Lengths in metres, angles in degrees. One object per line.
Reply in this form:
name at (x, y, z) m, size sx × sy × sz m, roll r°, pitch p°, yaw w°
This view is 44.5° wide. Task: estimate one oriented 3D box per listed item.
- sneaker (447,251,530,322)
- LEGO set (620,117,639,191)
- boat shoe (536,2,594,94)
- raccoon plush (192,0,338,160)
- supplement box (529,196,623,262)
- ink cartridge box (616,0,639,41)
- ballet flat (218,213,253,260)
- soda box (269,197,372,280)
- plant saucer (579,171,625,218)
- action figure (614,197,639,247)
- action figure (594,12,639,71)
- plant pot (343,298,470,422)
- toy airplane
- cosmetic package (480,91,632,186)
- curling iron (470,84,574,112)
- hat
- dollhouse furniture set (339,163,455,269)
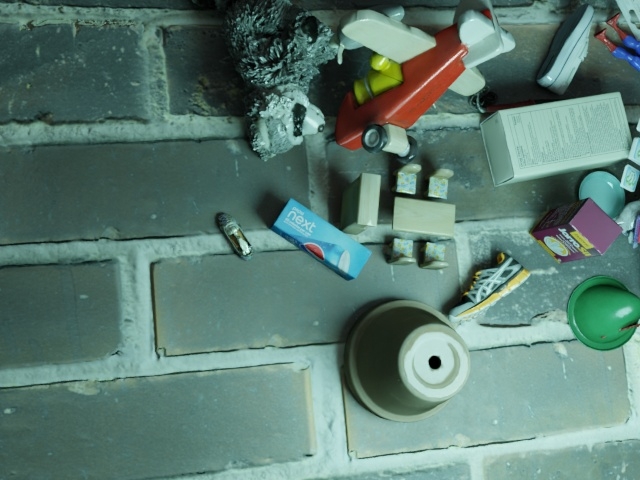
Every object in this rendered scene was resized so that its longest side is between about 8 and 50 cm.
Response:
sneaker at (0.361, 0.108, 1.733) m, size 0.215 × 0.084 × 0.083 m, roll -33°, pitch 77°, yaw -17°
LEGO set at (0.783, -0.184, 1.812) m, size 0.244 × 0.060 × 0.182 m, roll 14°, pitch 93°, yaw -48°
boat shoe at (0.594, -0.450, 1.859) m, size 0.076 × 0.083 × 0.226 m, roll 32°, pitch 89°, yaw -18°
raccoon plush at (-0.168, -0.367, 1.671) m, size 0.446 × 0.216 × 0.299 m, roll 30°, pitch 91°, yaw 23°
supplement box at (0.560, -0.019, 1.728) m, size 0.104 × 0.188 × 0.081 m, roll 43°, pitch 77°, yaw -3°
ink cartridge box at (0.841, -0.576, 1.949) m, size 0.179 × 0.045 × 0.145 m, roll -27°, pitch 89°, yaw 4°
ballet flat at (-0.176, -0.010, 1.651) m, size 0.041 × 0.041 × 0.114 m, roll -33°, pitch 90°, yaw -14°
soda box at (0.000, 0.000, 1.672) m, size 0.210 × 0.067 × 0.071 m, roll 33°, pitch 77°, yaw -5°
plant saucer at (0.660, -0.103, 1.846) m, size 0.119 × 0.021 × 0.119 m, roll 2°, pitch 83°, yaw -12°
action figure at (0.830, -0.002, 1.767) m, size 0.330 × 0.341 × 0.178 m, roll 14°, pitch 40°, yaw 15°
action figure at (0.801, -0.429, 1.865) m, size 0.280 × 0.139 × 0.091 m, roll 44°, pitch 78°, yaw -6°
plant pot at (0.198, 0.245, 1.599) m, size 0.263 × 0.229 × 0.262 m, roll 2°, pitch 81°, yaw -12°
toy airplane at (0.194, -0.378, 1.608) m, size 0.385 × 0.386 × 0.272 m, roll -23°, pitch 61°, yaw -14°
cosmetic package at (0.542, -0.232, 1.793) m, size 0.310 × 0.113 × 0.160 m, roll -10°, pitch 84°, yaw -12°
curling iron at (0.482, -0.327, 1.832) m, size 0.274 × 0.035 × 0.068 m, roll 0°, pitch 83°, yaw -11°
hat at (0.685, 0.154, 1.733) m, size 0.209 × 0.183 × 0.172 m, roll -21°, pitch 87°, yaw -14°
dollhouse furniture set at (0.178, -0.060, 1.669) m, size 0.242 × 0.161 × 0.212 m, roll 7°, pitch 81°, yaw -11°
